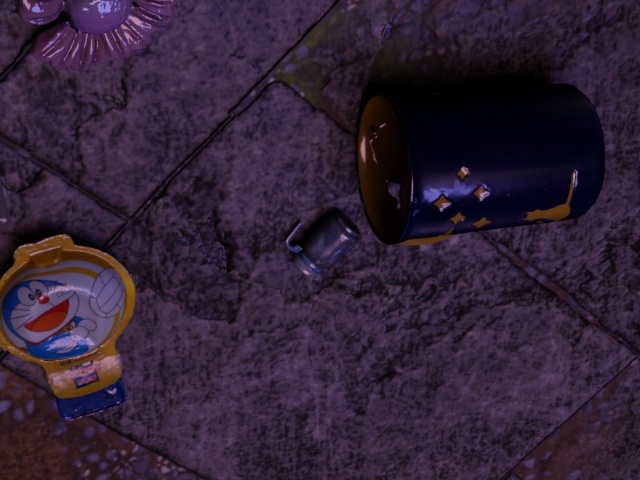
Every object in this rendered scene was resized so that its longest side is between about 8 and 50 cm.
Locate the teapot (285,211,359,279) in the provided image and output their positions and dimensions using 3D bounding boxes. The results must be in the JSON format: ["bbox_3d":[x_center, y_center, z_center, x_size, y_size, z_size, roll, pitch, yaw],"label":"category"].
[{"bbox_3d":[0.002,0.003,1.991,0.083,0.049,0.063,-44,127,13],"label":"teapot"}]

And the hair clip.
[{"bbox_3d":[-0.240,-0.302,1.672,0.173,0.069,0.300,-18,128,-8],"label":"hair clip"}]

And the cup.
[{"bbox_3d":[0.175,-0.092,1.950,0.256,0.255,0.178,-5,88,-20],"label":"cup"}]

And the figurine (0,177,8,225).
[{"bbox_3d":[-0.474,-0.025,1.671,0.285,0.167,0.342,-9,112,-52],"label":"figurine"}]

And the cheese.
[{"bbox_3d":[-0.296,0.104,1.940,0.177,0.069,0.270,-17,128,-8],"label":"cheese"}]
